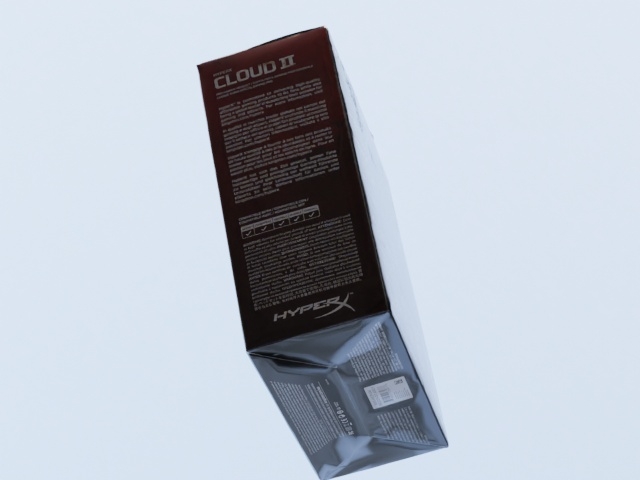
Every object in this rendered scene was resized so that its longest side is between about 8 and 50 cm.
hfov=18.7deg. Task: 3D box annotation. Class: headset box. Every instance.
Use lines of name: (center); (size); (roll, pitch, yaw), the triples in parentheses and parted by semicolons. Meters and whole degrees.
headset box: (0.000, 0.000, 0.422); (0.032, 0.062, 0.083); (-17, -124, 5)
